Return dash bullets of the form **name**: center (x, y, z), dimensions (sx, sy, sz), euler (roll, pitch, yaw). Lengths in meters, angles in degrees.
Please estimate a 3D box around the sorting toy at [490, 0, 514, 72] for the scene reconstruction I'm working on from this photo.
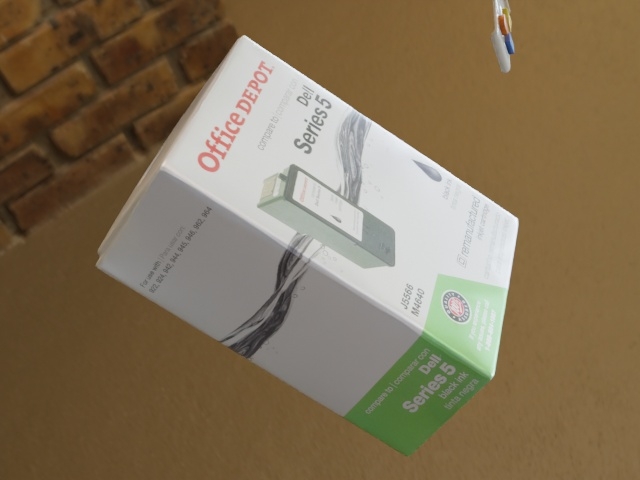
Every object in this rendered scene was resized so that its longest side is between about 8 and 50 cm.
- **sorting toy**: center (0.145, -0.182, 0.958), dimensions (0.012, 0.083, 0.062), euler (-4, -117, 18)

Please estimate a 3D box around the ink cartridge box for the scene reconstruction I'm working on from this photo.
- **ink cartridge box**: center (0.000, 0.000, 0.893), dimensions (0.273, 0.114, 0.198), euler (33, -142, -9)
